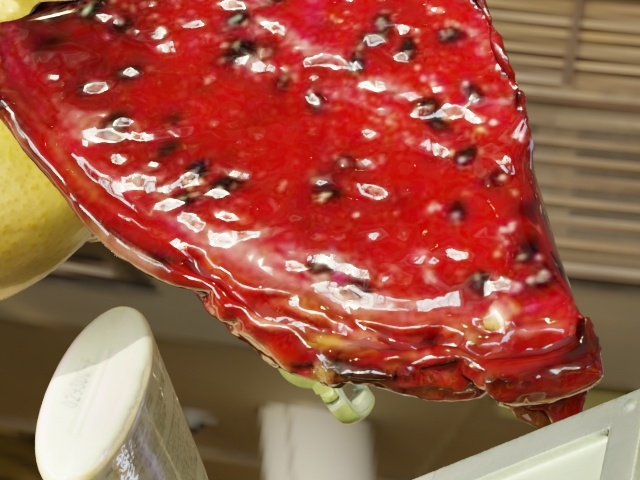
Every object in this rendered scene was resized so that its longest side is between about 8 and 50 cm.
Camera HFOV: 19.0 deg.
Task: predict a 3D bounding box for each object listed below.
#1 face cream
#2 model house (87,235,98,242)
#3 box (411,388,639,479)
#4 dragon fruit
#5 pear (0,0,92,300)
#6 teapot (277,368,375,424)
[{"bbox_3d":[-0.154,0.220,1.637,0.081,0.173,0.348,8,-34,16],"label":"face cream"},{"bbox_3d":[-0.346,-0.164,1.808,0.400,0.395,0.445,-12,-1,-40],"label":"model house"},{"bbox_3d":[0.073,0.170,0.681,0.129,0.225,0.086,-26,-66,32],"label":"box"},{"bbox_3d":[0.000,0.005,1.036,0.286,0.329,0.228,-21,-26,-9],"label":"dragon fruit"},{"bbox_3d":[-0.307,-0.088,1.452,0.314,0.314,0.314,8,-15,2],"label":"pear"},{"bbox_3d":[0.007,0.099,1.701,0.124,0.092,0.091,29,25,-3],"label":"teapot"}]
